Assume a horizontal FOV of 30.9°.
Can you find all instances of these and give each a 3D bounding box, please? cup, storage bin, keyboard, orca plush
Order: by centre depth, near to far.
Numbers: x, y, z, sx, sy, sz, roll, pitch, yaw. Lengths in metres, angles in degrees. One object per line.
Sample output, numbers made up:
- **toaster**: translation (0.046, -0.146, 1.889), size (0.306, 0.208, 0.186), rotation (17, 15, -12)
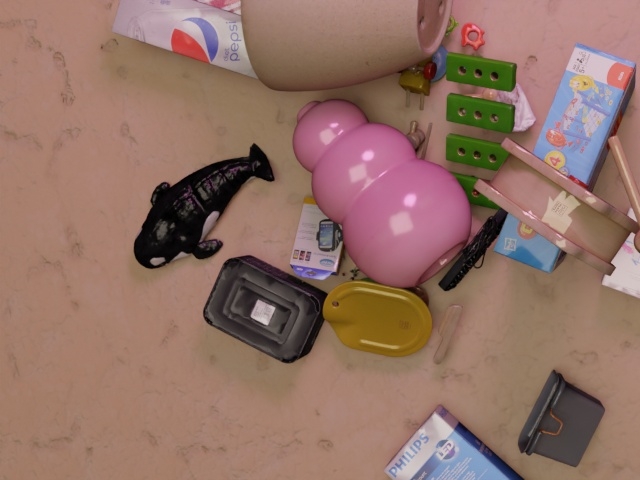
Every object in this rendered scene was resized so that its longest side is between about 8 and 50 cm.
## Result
- **cup**: translation (0.061, -0.370, 1.714), size (0.236, 0.331, 0.331), rotation (12, 95, 23)
- **keyboard**: translation (0.256, 0.015, 1.806), size (0.038, 0.100, 0.192), rotation (44, 112, 20)
- **storage bin**: translation (0.381, 0.286, 1.811), size (0.091, 0.098, 0.135), rotation (24, 98, 1)
- **storage bin**: translation (-0.088, 0.112, 1.918), size (0.180, 0.084, 0.122), rotation (26, 98, 12)
- **orca plush**: translation (-0.208, -0.048, 1.930), size (0.287, 0.102, 0.151), rotation (-24, 87, 13)

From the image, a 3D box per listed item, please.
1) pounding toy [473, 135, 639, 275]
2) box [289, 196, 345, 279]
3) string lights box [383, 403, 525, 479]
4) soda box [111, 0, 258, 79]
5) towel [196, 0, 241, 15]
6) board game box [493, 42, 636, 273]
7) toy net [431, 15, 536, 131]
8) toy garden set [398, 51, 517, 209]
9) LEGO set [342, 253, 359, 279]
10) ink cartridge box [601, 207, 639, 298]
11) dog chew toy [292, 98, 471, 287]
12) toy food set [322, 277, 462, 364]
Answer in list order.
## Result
- **pounding toy**: translation (0.339, -0.060, 1.467), size (0.269, 0.154, 0.155), rotation (39, 102, 30)
- **box**: translation (0.000, 0.000, 1.898), size (0.081, 0.028, 0.136), rotation (9, 75, 13)
- **string lights box**: translation (0.243, 0.402, 1.853), size (0.259, 0.077, 0.133), rotation (42, 100, 9)
- **soda box**: translation (-0.187, -0.339, 1.892), size (0.286, 0.098, 0.091), rotation (19, 99, 9)
- **towel**: translation (-0.141, -0.431, 1.938), size (0.144, 0.029, 0.197), rotation (-17, 91, 14)
- **board game box**: translation (0.361, -0.114, 1.684), size (0.086, 0.308, 0.302), rotation (22, 97, 13)
- **toy net**: translation (0.252, -0.262, 1.841), size (0.232, 0.045, 0.122), rotation (36, 98, 8)
- **toy garden set**: translation (0.213, -0.184, 1.820), size (0.203, 0.049, 0.244), rotation (15, 124, 28)
- **LEGO set**: translation (0.027, 0.034, 1.921), size (0.054, 0.023, 0.083), rotation (-43, 96, 14)
- **ink cartridge box**: translation (0.495, 0.014, 1.767), size (0.089, 0.092, 0.143), rotation (20, 96, 13)
- **dog chew toy**: translation (0.081, -0.087, 1.813), size (0.206, 0.206, 0.332), rotation (-44, 76, 12)
- **toy food set**: translation (0.116, 0.118, 1.878), size (0.217, 0.071, 0.128), rotation (13, 117, 7)
